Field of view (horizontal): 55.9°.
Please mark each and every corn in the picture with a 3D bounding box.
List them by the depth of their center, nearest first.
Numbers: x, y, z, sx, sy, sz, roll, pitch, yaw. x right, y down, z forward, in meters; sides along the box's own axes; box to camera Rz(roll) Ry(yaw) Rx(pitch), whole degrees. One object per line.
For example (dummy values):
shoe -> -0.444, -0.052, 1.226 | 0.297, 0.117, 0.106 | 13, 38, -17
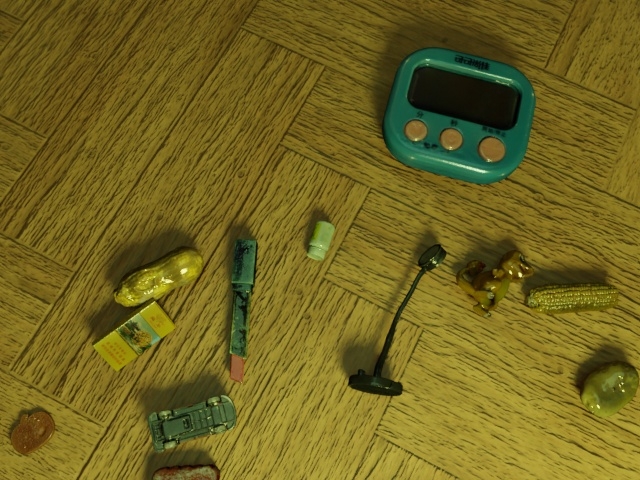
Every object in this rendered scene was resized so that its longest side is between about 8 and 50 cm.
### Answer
corn -> 0.555, 0.126, 1.331 | 0.208, 0.068, 0.068 | -3, 72, -1

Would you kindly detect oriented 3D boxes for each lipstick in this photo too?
lipstick -> -0.175, 0.153, 1.321 | 0.051, 0.051, 0.312 | 4, 74, -2

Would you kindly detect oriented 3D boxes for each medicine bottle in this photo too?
medicine bottle -> 0.000, 0.000, 1.373 | 0.047, 0.047, 0.083 | 18, 72, 5

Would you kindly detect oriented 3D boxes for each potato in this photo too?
potato -> 0.607, 0.311, 1.271 | 0.138, 0.070, 0.091 | -33, 81, -9

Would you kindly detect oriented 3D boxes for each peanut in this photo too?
peanut -> -0.352, 0.081, 1.322 | 0.207, 0.087, 0.087 | -28, 75, -12

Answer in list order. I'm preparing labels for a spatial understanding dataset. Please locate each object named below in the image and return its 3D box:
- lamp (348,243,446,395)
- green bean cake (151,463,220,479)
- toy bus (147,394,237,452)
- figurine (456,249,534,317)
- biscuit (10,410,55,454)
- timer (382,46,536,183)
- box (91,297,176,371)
lamp -> 0.193, 0.183, 1.314 | 0.108, 0.130, 0.371 | 40, 61, -12
green bean cake -> -0.265, 0.517, 1.197 | 0.135, 0.056, 0.135 | -2, 72, -3
toy bus -> -0.255, 0.371, 1.233 | 0.174, 0.077, 0.079 | -15, 73, -6
figurine -> 0.382, 0.076, 1.342 | 0.176, 0.121, 0.122 | -33, 47, -24
biscuit -> -0.598, 0.395, 1.252 | 0.091, 0.015, 0.078 | -34, 74, -11
timer -> 0.327, -0.296, 1.439 | 0.340, 0.115, 0.308 | 15, 73, 4
box -> -0.396, 0.201, 1.288 | 0.155, 0.023, 0.086 | -37, 120, -12
